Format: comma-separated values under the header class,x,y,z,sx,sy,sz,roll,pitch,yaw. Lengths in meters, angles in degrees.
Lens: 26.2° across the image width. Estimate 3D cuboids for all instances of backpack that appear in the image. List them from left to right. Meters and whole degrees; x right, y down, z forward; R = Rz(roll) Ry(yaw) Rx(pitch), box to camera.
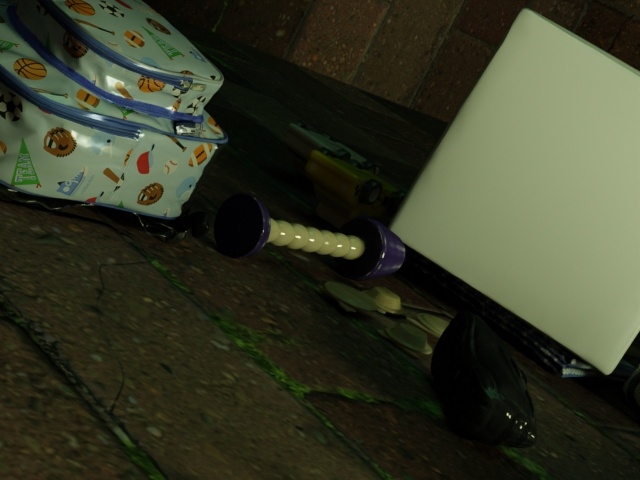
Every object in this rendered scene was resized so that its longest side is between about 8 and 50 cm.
class,x,y,z,sx,sy,sz,roll,pitch,yaw
backpack,-0.244,-0.140,1.339,0.263,0.213,0.276,-5,35,-49

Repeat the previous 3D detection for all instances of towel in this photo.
class,x,y,z,sx,sy,sz,roll,pitch,yaw
towel,0.257,0.095,1.823,0.336,0.040,0.243,38,14,36

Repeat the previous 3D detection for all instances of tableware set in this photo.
class,x,y,z,sx,sy,sz,roll,pitch,yaw
tableware set,0.082,0.084,1.506,0.141,0.020,0.168,31,14,27

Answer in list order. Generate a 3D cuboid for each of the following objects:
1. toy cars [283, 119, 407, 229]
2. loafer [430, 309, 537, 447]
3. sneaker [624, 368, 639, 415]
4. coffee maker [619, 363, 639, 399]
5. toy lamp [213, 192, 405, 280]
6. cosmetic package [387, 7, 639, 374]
class,x,y,z,sx,sy,sz,roll,pitch,yaw
toy cars,0.022,-0.083,1.938,0.176,0.087,0.394,29,8,-15
loafer,0.159,0.136,1.335,0.078,0.076,0.223,30,16,-13
sneaker,0.456,0.219,1.577,0.227,0.087,0.130,35,7,12
coffee maker,0.482,0.151,1.699,0.171,0.178,0.120,23,14,-6
toy lamp,0.000,0.000,1.543,0.080,0.080,0.274,36,15,35
cosmetic package,0.336,-0.070,1.795,0.327,0.329,0.393,33,10,10
